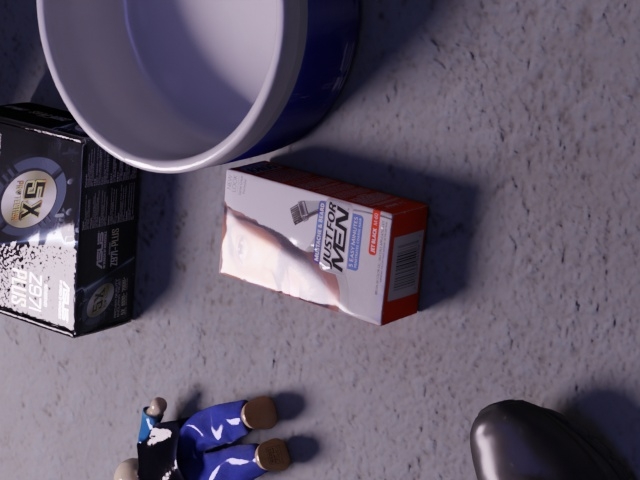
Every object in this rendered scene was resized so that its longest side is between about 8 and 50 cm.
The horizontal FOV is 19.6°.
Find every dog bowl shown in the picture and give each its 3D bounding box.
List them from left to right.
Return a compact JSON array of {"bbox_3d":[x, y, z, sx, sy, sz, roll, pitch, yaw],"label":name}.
[{"bbox_3d":[-0.100,-0.191,1.490,0.265,0.104,0.265,9,104,36],"label":"dog bowl"}]

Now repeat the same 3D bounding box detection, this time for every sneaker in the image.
[{"bbox_3d":[0.177,0.251,1.343,0.109,0.130,0.286,-34,77,39],"label":"sneaker"}]

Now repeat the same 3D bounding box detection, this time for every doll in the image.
[{"bbox_3d":[-0.113,0.194,1.610,0.189,0.046,0.129,-20,85,38],"label":"doll"}]

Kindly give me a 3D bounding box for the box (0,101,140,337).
[{"bbox_3d":[-0.241,-0.021,1.648,0.147,0.077,0.180,16,108,34],"label":"box"}]

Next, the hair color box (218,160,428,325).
[{"bbox_3d":[0.000,0.000,1.481,0.167,0.053,0.093,16,109,36],"label":"hair color box"}]
